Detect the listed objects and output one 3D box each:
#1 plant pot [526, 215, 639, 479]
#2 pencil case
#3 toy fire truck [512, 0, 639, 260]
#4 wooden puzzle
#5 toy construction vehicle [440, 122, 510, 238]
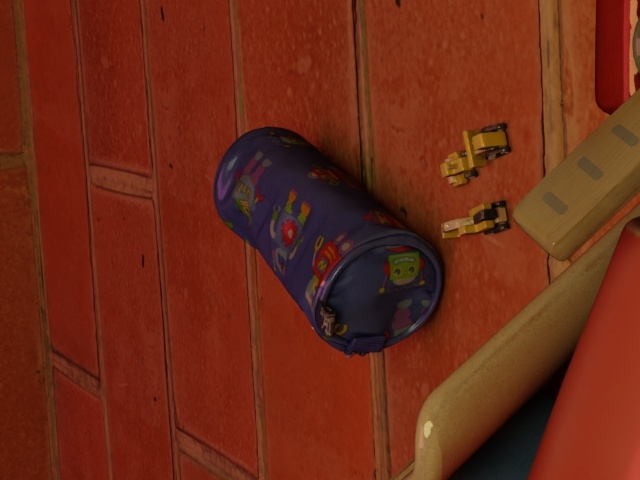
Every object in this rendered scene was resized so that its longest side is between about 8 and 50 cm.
[{"bbox_3d":[0.235,0.123,0.865,0.275,0.274,0.243,-154,70,-63],"label":"plant pot"},{"bbox_3d":[0.000,0.000,1.526,0.306,0.119,0.133,46,120,57],"label":"pencil case"},{"bbox_3d":[0.200,-0.084,0.869,0.217,0.246,0.159,-160,68,-65],"label":"toy fire truck"},{"bbox_3d":[0.129,0.120,1.068,0.080,0.322,0.348,45,148,11],"label":"wooden puzzle"},{"bbox_3d":[0.121,-0.046,1.340,0.098,0.035,0.086,162,101,-67],"label":"toy construction vehicle"}]
